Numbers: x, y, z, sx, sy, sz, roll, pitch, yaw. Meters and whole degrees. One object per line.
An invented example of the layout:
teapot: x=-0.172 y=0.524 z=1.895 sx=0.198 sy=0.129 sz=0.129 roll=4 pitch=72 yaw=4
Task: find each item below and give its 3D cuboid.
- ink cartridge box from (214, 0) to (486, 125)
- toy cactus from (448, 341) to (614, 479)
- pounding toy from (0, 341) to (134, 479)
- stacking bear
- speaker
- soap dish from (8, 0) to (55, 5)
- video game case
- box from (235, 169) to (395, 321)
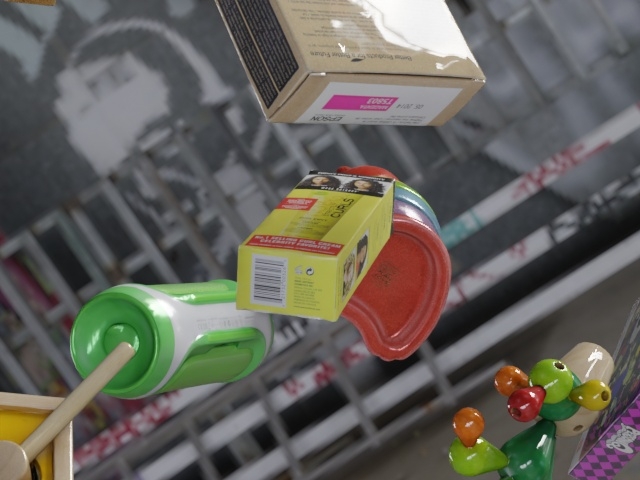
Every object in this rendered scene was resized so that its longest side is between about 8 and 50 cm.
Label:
ink cartridge box: x=0.024 y=-0.214 z=1.608 sx=0.235 sy=0.193 sz=0.088 roll=-1 pitch=-32 yaw=-39
toy cactus: x=0.162 y=0.140 z=1.117 sx=0.112 sy=0.219 sz=0.180 roll=20 pitch=47 yaw=26
pounding toy: x=-0.175 y=0.126 z=0.852 sx=0.130 sy=0.141 sz=0.100 roll=-101 pitch=24 yaw=-49
stacking bear: x=0.063 y=-0.006 z=1.965 sx=0.164 sy=0.175 sz=0.289 roll=-50 pitch=17 yaw=14
speaker: x=-0.159 y=0.107 z=1.795 sx=0.131 sy=0.131 sz=0.296 roll=-31 pitch=-11 yaw=19
soap dish: x=-0.345 y=-0.381 z=1.533 sx=0.118 sy=0.229 sz=0.290 roll=-60 pitch=-11 yaw=-58
video game case: x=0.310 y=0.095 z=1.455 sx=0.210 sy=0.042 sz=0.232 roll=-62 pitch=-3 yaw=-30
box: x=0.000 y=0.000 z=1.350 sx=0.087 sy=0.058 sz=0.232 roll=7 pitch=20 yaw=13
